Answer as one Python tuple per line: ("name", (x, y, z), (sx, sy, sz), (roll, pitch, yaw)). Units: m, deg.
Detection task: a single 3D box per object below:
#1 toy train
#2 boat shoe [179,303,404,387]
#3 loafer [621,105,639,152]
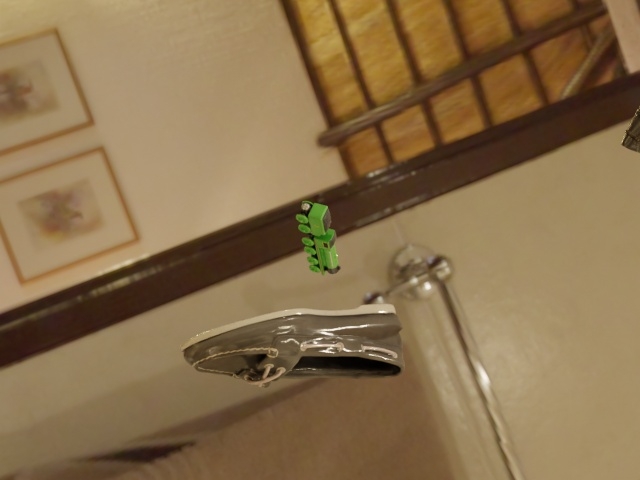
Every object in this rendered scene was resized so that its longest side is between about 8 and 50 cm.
("toy train", (0.000, 0.000, 0.706), (0.024, 0.017, 0.083), (14, -30, 17))
("boat shoe", (-0.017, 0.144, 1.249), (0.112, 0.335, 0.095), (-34, -113, 46))
("loafer", (0.416, -0.104, 1.191), (0.170, 0.061, 0.062), (34, 11, -37))
